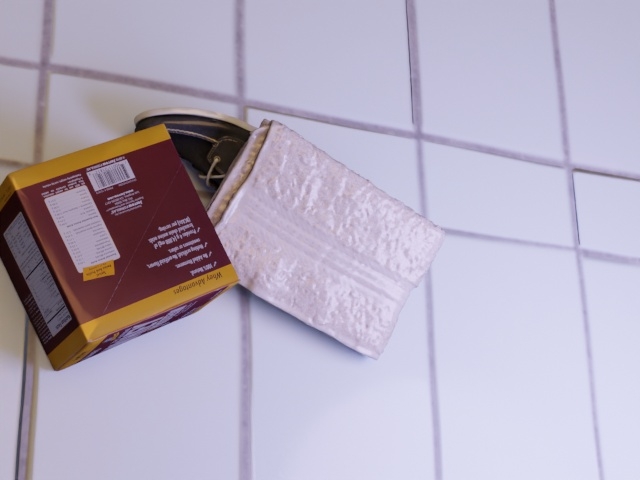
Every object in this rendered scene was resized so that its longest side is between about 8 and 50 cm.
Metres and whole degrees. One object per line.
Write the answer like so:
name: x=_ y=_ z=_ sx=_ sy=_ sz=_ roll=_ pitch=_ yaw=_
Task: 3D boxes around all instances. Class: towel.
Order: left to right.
towel: x=0.000 y=0.000 z=1.489 sx=0.282 sy=0.049 sz=0.187 roll=31 pitch=87 yaw=-20

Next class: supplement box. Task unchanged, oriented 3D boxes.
supplement box: x=-0.227 y=0.008 z=1.370 sx=0.191 sy=0.129 sz=0.194 roll=-23 pitch=83 yaw=-32

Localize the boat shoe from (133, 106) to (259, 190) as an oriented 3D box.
boat shoe: x=-0.111 y=-0.097 z=1.497 sx=0.233 sy=0.084 sz=0.079 roll=18 pitch=64 yaw=-24
